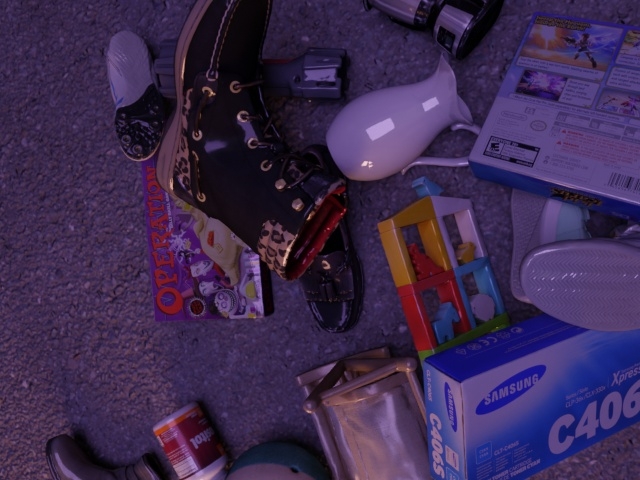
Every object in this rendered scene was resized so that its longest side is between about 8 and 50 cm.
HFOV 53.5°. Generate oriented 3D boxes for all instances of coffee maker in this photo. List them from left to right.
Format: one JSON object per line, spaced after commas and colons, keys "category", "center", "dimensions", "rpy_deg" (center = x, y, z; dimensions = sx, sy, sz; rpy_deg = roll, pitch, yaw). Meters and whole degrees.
{"category": "coffee maker", "center": [0.176, -0.372, 0.910], "dimensions": [0.178, 0.120, 0.171], "rpy_deg": [33, 100, 12]}

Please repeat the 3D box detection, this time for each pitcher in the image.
{"category": "pitcher", "center": [0.130, -0.153, 0.939], "dimensions": [0.207, 0.125, 0.178], "rpy_deg": [-26, 118, 21]}

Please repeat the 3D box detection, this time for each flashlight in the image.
{"category": "flashlight", "center": [-0.107, -0.272, 1.016], "dimensions": [0.304, 0.103, 0.103], "rpy_deg": [3, 94, 12]}

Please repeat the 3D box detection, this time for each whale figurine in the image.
{"category": "whale figurine", "center": [-0.085, 0.434, 1.026], "dimensions": [0.216, 0.141, 0.272], "rpy_deg": [21, 122, -5]}

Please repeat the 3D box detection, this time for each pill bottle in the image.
{"category": "pill bottle", "center": [-0.211, 0.357, 1.070], "dimensions": [0.086, 0.086, 0.152], "rpy_deg": [-33, 83, 15]}

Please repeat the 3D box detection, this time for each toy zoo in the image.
{"category": "toy zoo", "center": [0.179, 0.053, 0.894], "dimensions": [0.030, 0.192, 0.293], "rpy_deg": [-20, 86, 47]}

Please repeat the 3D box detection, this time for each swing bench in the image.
{"category": "swing bench", "center": [0.083, 0.300, 0.911], "dimensions": [0.165, 0.255, 0.253], "rpy_deg": [-21, 87, -5]}

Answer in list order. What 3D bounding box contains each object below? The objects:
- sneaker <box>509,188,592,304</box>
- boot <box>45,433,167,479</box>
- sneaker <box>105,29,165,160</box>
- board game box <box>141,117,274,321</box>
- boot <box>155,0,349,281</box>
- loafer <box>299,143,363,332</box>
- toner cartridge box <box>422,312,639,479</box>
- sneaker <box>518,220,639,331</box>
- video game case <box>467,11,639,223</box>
{"category": "sneaker", "center": [0.354, -0.018, 0.902], "dimensions": [0.151, 0.094, 0.256], "rpy_deg": [19, 73, -22]}
{"category": "boot", "center": [-0.362, 0.421, 1.132], "dimensions": [0.161, 0.083, 0.246], "rpy_deg": [-35, 88, 8]}
{"category": "sneaker", "center": [-0.308, -0.236, 1.062], "dimensions": [0.085, 0.086, 0.237], "rpy_deg": [-8, 71, -13]}
{"category": "board game box", "center": [-0.196, -0.039, 1.073], "dimensions": [0.208, 0.056, 0.347], "rpy_deg": [-5, 91, 21]}
{"category": "boot", "center": [-0.079, -0.145, 0.877], "dimensions": [0.284, 0.138, 0.377], "rpy_deg": [41, 126, 19]}
{"category": "loafer", "center": [0.000, 0.000, 0.988], "dimensions": [0.109, 0.095, 0.303], "rpy_deg": [-6, 90, 16]}
{"category": "toner cartridge box", "center": [0.293, 0.180, 0.791], "dimensions": [0.347, 0.075, 0.165], "rpy_deg": [-15, 108, -24]}
{"category": "sneaker", "center": [0.374, 0.031, 0.796], "dimensions": [0.292, 0.169, 0.108], "rpy_deg": [5, 110, -3]}
{"category": "video game case", "center": [0.366, -0.163, 0.825], "dimensions": [0.269, 0.061, 0.244], "rpy_deg": [21, 78, 27]}
